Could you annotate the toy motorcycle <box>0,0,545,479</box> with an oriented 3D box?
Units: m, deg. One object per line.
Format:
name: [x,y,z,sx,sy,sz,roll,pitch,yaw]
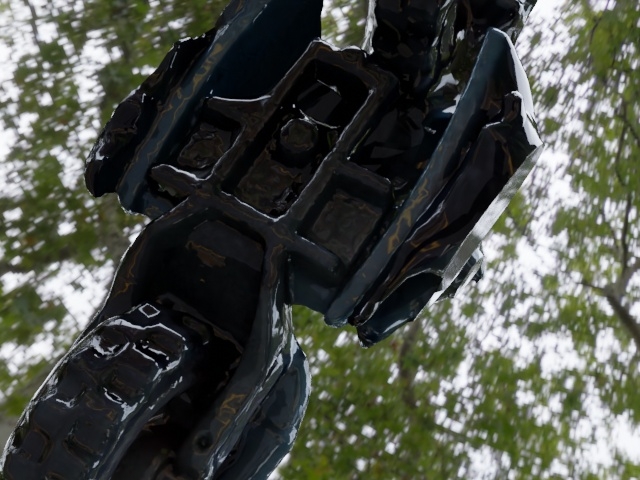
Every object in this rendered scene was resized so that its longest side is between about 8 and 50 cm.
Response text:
toy motorcycle: [0.000,0.000,0.570,0.172,0.416,0.232,26,-23,15]
